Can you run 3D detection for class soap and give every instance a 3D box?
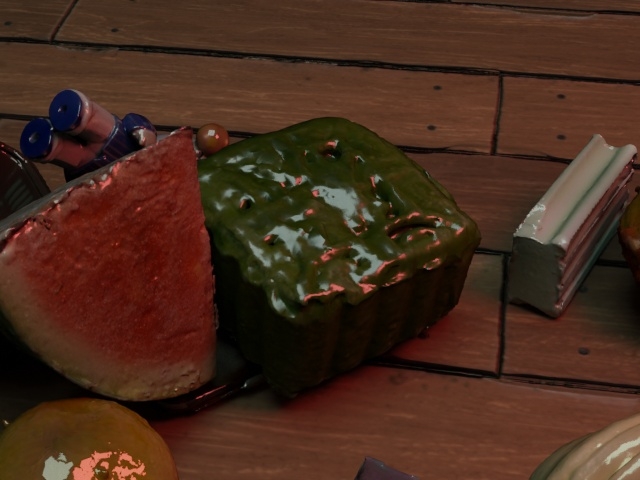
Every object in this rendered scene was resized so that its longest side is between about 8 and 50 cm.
[{"bbox_3d":[0.276,-0.018,1.253,0.063,0.114,0.198,21,44,25],"label":"soap"}]

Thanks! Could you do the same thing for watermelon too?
[{"bbox_3d":[-0.193,0.025,1.021,0.193,0.310,0.231,-16,63,45],"label":"watermelon"}]

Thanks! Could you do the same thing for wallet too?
[{"bbox_3d":[-0.077,0.098,1.191,0.255,0.031,0.137,-23,46,-22],"label":"wallet"}]

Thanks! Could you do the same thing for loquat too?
[{"bbox_3d":[-0.196,0.220,0.964,0.204,0.149,0.172,21,39,7],"label":"loquat"}]

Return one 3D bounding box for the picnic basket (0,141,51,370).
[{"bbox_3d":[-0.376,0.007,1.186,0.222,0.129,0.297,12,32,-44],"label":"picnic basket"}]

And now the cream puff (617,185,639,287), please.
[{"bbox_3d":[0.424,0.008,1.184,0.240,0.164,0.240,10,42,-9],"label":"cream puff"}]

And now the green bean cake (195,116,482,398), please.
[{"bbox_3d":[0.000,0.000,1.164,0.250,0.156,0.247,-24,52,-27],"label":"green bean cake"}]

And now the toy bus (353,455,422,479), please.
[{"bbox_3d":[0.020,0.318,0.876,0.138,0.112,0.317,19,46,17],"label":"toy bus"}]

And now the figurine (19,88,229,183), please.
[{"bbox_3d":[-0.210,-0.066,1.243,0.274,0.194,0.133,6,34,-42],"label":"figurine"}]

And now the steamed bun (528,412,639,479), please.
[{"bbox_3d":[0.308,0.238,0.883,0.276,0.203,0.289,-18,43,-18],"label":"steamed bun"}]
